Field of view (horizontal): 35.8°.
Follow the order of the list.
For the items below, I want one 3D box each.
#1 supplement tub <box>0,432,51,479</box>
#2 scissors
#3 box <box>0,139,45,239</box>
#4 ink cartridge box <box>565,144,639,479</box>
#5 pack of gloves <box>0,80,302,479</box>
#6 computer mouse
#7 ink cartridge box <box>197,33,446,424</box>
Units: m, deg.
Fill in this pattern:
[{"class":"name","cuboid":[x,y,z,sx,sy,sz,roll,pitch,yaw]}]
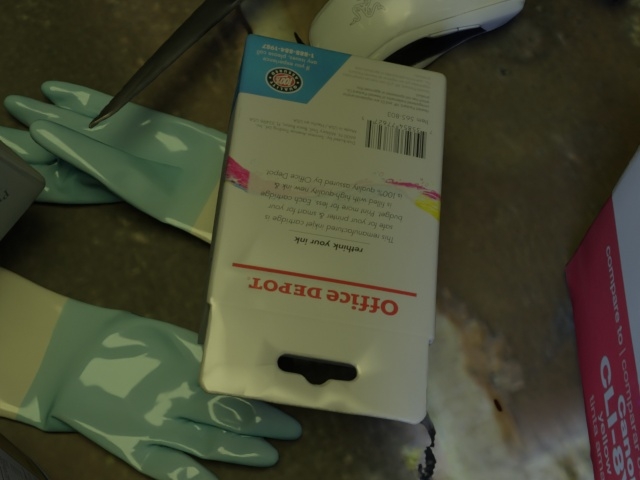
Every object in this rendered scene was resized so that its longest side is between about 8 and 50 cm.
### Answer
[{"class":"supplement tub","cuboid":[-0.179,0.119,0.366,0.144,0.200,0.144,0,65,0]},{"class":"scissors","cuboid":[-0.037,-0.168,0.585,0.297,0.021,0.109,-38,59,-17]},{"class":"box","cuboid":[-0.265,-0.025,0.458,0.182,0.119,0.181,38,84,16]},{"class":"ink cartridge box","cuboid":[0.267,0.001,0.322,0.279,0.385,0.160,1,65,0]},{"class":"pack of gloves","cuboid":[-0.099,0.009,0.503,0.232,0.046,0.195,17,65,8]},{"class":"computer mouse","cuboid":[0.083,-0.151,0.580,0.193,0.042,0.106,-28,69,-13]},{"class":"ink cartridge box","cuboid":[0.000,0.000,0.478,0.104,0.061,0.181,10,65,-8]}]
